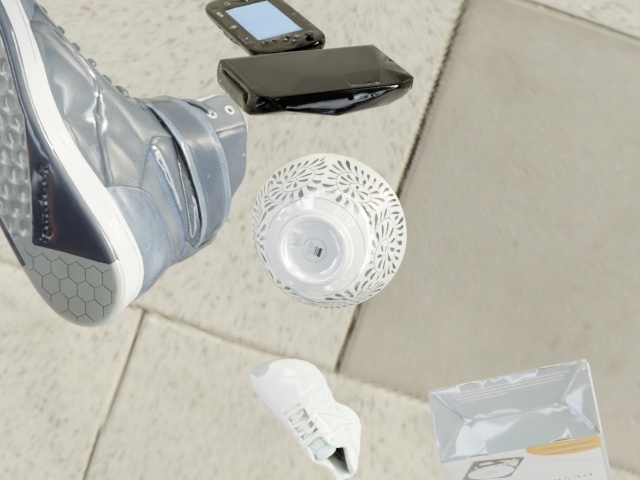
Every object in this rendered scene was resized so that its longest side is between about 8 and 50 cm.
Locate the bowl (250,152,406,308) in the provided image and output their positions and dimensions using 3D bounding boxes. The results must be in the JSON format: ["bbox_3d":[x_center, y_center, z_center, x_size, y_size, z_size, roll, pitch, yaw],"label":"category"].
[{"bbox_3d":[0.000,0.000,1.476,0.170,0.080,0.170,3,105,11],"label":"bowl"}]

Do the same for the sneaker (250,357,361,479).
[{"bbox_3d":[-0.007,0.157,1.255,0.054,0.061,0.152,-29,131,19],"label":"sneaker"}]

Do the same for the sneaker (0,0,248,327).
[{"bbox_3d":[-0.131,-0.081,0.796,0.086,0.163,0.226,-20,99,35],"label":"sneaker"}]

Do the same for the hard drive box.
[{"bbox_3d":[0.235,0.228,1.642,0.181,0.232,0.089,-12,65,10],"label":"hard drive box"}]

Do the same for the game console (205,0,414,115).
[{"bbox_3d":[-0.053,-0.244,1.815,0.213,0.361,0.044,-9,122,-25],"label":"game console"}]
